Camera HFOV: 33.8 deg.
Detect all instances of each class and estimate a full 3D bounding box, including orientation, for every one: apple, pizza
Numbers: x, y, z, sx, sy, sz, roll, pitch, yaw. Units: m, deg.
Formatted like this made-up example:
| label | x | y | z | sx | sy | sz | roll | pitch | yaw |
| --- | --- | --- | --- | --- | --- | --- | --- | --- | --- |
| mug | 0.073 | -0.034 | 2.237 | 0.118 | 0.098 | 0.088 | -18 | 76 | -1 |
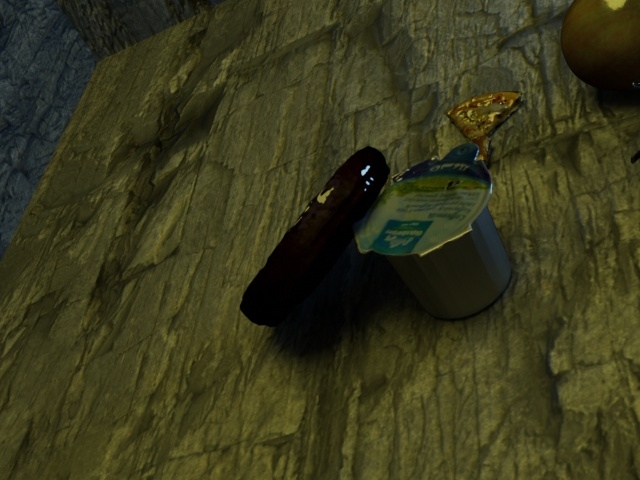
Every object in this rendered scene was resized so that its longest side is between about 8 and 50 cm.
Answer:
| label | x | y | z | sx | sy | sz | roll | pitch | yaw |
| --- | --- | --- | --- | --- | --- | --- | --- | --- | --- |
| apple | 0.612 | -0.415 | 2.092 | 0.257 | 0.256 | 0.234 | -59 | 7 | -36 |
| pizza | 0.341 | -0.265 | 2.307 | 0.184 | 0.036 | 0.176 | -3 | 42 | 40 |

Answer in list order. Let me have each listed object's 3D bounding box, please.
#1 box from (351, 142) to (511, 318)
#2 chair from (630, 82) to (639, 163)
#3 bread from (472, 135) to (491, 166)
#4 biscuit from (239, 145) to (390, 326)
| label | x | y | z | sx | sy | sz | roll | pitch | yaw |
| --- | --- | --- | --- | --- | --- | --- | --- | --- | --- |
| box | 0.229 | -0.005 | 1.883 | 0.262 | 0.206 | 0.291 | 2 | 44 | 41 |
| chair | 0.677 | -0.234 | 1.840 | 0.246 | 0.173 | 0.158 | -19 | 21 | -39 |
| bread | 0.334 | -0.182 | 2.198 | 0.047 | 0.036 | 0.083 | -21 | 34 | 34 |
| biscuit | 0.000 | 0.000 | 1.998 | 0.407 | 0.091 | 0.407 | -51 | -5 | -6 |
